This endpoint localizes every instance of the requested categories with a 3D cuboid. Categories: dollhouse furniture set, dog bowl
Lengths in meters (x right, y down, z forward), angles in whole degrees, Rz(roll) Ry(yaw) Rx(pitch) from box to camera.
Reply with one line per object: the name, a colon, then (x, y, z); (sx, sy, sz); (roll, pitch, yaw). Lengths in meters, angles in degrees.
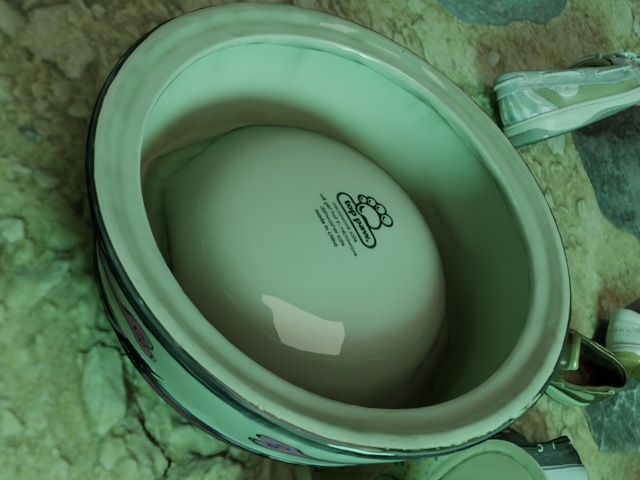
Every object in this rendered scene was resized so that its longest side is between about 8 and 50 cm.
dollhouse furniture set: (0.033, 0.245, 0.641); (0.182, 0.101, 0.160); (21, 66, -29)
dog bowl: (0.000, 0.000, 0.603); (0.408, 0.150, 0.408); (15, 53, -20)

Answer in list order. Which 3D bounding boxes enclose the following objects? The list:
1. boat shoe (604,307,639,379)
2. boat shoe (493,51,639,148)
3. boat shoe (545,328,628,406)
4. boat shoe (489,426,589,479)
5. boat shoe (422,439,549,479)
boat shoe: (0.510, 0.158, 1.005); (0.277, 0.098, 0.096); (20, 67, -28)
boat shoe: (0.364, -0.217, 1.001); (0.320, 0.118, 0.103); (-24, 96, -30)
boat shoe: (0.263, 0.124, 0.842); (0.257, 0.095, 0.095); (24, 64, -28)
boat shoe: (0.207, 0.240, 0.787); (0.229, 0.080, 0.076); (9, 54, -30)
boat shoe: (0.045, 0.290, 0.577); (0.340, 0.127, 0.113); (-42, 148, 0)
